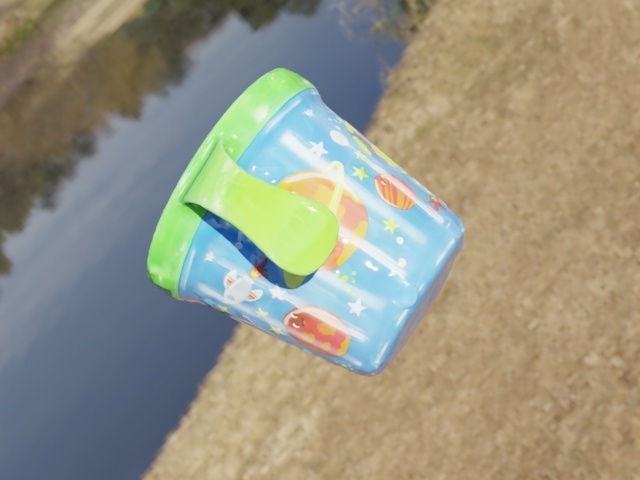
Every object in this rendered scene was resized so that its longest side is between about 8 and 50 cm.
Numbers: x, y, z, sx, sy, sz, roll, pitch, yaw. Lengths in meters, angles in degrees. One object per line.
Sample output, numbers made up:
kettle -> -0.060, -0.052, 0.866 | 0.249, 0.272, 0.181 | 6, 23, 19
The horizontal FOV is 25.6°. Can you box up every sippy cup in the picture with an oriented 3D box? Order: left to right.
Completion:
sippy cup -> 0.000, 0.000, 1.263 | 0.305, 0.224, 0.240 | -46, -14, -52
